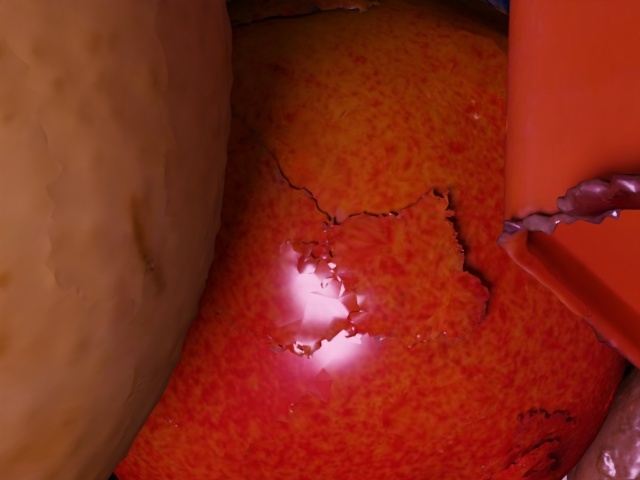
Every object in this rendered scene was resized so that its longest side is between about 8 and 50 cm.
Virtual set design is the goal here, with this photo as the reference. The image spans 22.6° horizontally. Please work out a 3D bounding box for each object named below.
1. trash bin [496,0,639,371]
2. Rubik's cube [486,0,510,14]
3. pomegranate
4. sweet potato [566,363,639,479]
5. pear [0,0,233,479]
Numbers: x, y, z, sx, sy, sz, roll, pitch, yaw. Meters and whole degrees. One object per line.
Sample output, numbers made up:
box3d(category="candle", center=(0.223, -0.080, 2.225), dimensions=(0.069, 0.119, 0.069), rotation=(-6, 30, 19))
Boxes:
box3d(category="trash bin", center=(0.141, -0.085, 0.402), dimensions=(0.184, 0.161, 0.239), rotation=(-13, 54, 36))
box3d(category="Rubik's cube", center=(0.005, -0.265, 0.577), dimensions=(0.250, 0.284, 0.234), rotation=(-57, 41, 5))
box3d(category="pomegranate", center=(0.000, 0.000, 0.558), dimensions=(0.210, 0.210, 0.235), rotation=(-38, 81, 37))
box3d(category="sweet potato", center=(0.113, 0.112, 0.595), dimensions=(0.065, 0.051, 0.218), rotation=(33, 119, 30))
box3d(category="pear", center=(-0.191, -0.052, 0.408), dimensions=(0.348, 0.348, 0.348), rotation=(10, 107, 36))
